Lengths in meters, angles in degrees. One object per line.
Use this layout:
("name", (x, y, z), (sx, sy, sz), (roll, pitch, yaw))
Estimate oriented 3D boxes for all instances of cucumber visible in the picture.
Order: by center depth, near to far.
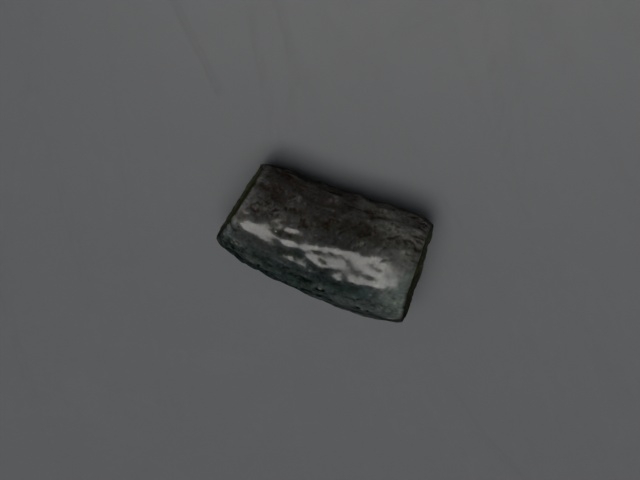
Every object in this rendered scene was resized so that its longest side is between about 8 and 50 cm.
("cucumber", (0.002, 0.001, 0.684), (0.112, 0.064, 0.064), (21, 114, 2))
